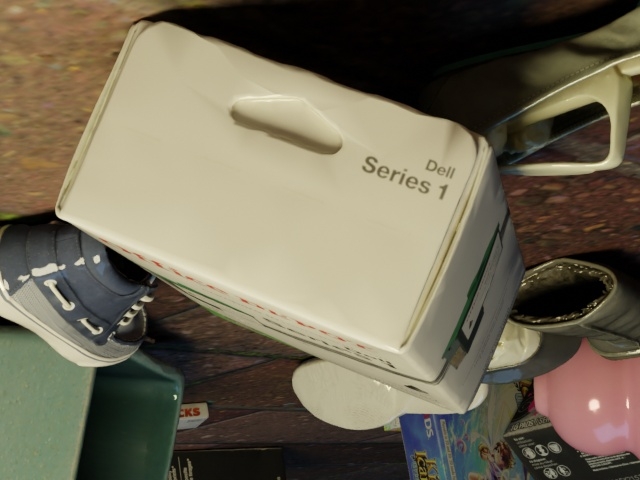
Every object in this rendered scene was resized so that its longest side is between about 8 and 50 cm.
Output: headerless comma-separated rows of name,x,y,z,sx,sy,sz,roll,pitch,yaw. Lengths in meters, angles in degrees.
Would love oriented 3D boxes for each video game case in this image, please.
video game case,0.208,0.286,1.510,0.244,0.270,0.061,7,157,-45

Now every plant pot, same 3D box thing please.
plant pot,-0.276,0.194,1.010,0.252,0.248,0.247,7,167,10

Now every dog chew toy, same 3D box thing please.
dog chew toy,0.374,0.141,1.233,0.331,0.207,0.206,-2,166,11

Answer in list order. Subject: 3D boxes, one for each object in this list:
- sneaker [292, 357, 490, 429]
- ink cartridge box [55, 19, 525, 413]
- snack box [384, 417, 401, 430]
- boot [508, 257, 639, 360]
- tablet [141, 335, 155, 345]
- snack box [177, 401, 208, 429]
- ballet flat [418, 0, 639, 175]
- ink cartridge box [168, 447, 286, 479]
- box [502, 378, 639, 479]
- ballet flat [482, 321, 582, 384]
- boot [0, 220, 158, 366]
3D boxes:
sneaker,0.079,0.137,1.301,0.212,0.080,0.094,-4,-159,23
ink cartridge box,0.000,0.000,0.584,0.160,0.093,0.219,21,172,17
snack box,0.165,0.240,1.763,0.100,0.037,0.141,-19,161,33
boot,0.274,0.048,1.084,0.189,0.076,0.208,-23,151,22
tablet,-0.190,0.090,1.095,0.083,0.006,0.054,-12,165,17
snack box,-0.225,0.212,1.490,0.178,0.022,0.064,-2,163,-21
ballet flat,0.141,-0.070,0.560,0.213,0.068,0.072,-18,162,32
ink cartridge box,-0.202,0.408,1.924,0.370,0.176,0.069,5,160,-40
box,0.368,0.214,1.472,0.247,0.163,0.142,-24,-161,42
ballet flat,0.141,0.099,1.184,0.203,0.074,0.074,-8,165,10
boot,-0.131,0.034,0.796,0.086,0.069,0.190,-9,163,16
